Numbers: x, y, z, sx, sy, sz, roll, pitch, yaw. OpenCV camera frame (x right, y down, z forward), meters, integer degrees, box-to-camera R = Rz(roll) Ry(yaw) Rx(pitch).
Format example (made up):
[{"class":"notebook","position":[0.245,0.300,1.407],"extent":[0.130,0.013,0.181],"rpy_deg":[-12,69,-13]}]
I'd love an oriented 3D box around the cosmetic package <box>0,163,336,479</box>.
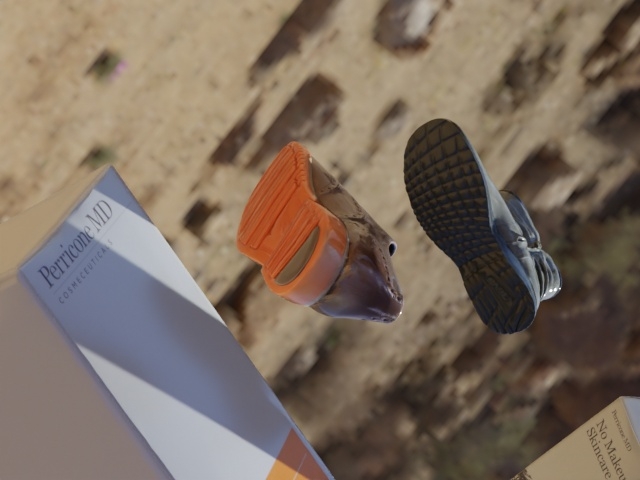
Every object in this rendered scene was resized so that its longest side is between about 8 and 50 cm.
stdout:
[{"class":"cosmetic package","position":[-0.159,0.185,1.699],"extent":[0.161,0.453,0.230],"rpy_deg":[-28,-164,27]}]

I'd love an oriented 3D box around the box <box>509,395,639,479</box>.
[{"class":"box","position":[0.276,0.281,1.968],"extent":[0.094,0.113,0.275],"rpy_deg":[8,139,-40]}]

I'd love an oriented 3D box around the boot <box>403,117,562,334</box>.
[{"class":"boot","position":[0.173,-0.026,1.959],"extent":[0.083,0.246,0.161],"rpy_deg":[-22,-171,22]}]

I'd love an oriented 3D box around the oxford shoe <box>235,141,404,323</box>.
[{"class":"oxford shoe","position":[0.000,0.000,2.001],"extent":[0.130,0.133,0.363],"rpy_deg":[-55,-160,15]}]
